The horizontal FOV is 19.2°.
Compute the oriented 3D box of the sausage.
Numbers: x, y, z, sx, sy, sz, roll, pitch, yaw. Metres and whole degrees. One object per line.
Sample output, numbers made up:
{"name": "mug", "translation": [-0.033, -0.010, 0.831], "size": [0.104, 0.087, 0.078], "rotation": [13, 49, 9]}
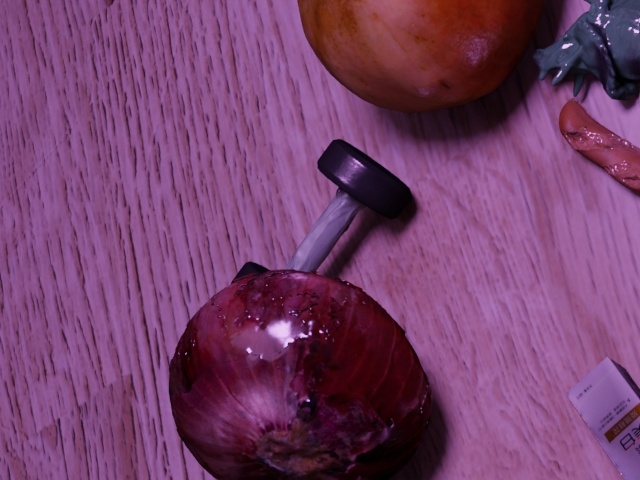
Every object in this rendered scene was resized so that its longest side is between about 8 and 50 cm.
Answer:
{"name": "sausage", "translation": [0.271, -0.083, 1.751], "size": [0.042, 0.036, 0.158], "rotation": [-32, 44, -14]}

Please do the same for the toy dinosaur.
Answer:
{"name": "toy dinosaur", "translation": [0.321, -0.216, 1.745], "size": [0.292, 0.079, 0.120], "rotation": [-29, 59, 30]}

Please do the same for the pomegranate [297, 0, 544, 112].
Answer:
{"name": "pomegranate", "translation": [0.083, -0.258, 1.832], "size": [0.229, 0.270, 0.252], "rotation": [-2, 73, 44]}

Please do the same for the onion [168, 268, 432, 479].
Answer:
{"name": "onion", "translation": [-0.016, 0.130, 1.775], "size": [0.252, 0.252, 0.219], "rotation": [-25, 23, 30]}

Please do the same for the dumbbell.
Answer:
{"name": "dumbbell", "translation": [0.000, 0.000, 1.898], "size": [0.191, 0.100, 0.100], "rotation": [-54, 46, 6]}

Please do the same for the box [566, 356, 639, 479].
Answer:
{"name": "box", "translation": [0.285, 0.194, 1.600], "size": [0.055, 0.039, 0.218], "rotation": [-44, 48, 13]}
